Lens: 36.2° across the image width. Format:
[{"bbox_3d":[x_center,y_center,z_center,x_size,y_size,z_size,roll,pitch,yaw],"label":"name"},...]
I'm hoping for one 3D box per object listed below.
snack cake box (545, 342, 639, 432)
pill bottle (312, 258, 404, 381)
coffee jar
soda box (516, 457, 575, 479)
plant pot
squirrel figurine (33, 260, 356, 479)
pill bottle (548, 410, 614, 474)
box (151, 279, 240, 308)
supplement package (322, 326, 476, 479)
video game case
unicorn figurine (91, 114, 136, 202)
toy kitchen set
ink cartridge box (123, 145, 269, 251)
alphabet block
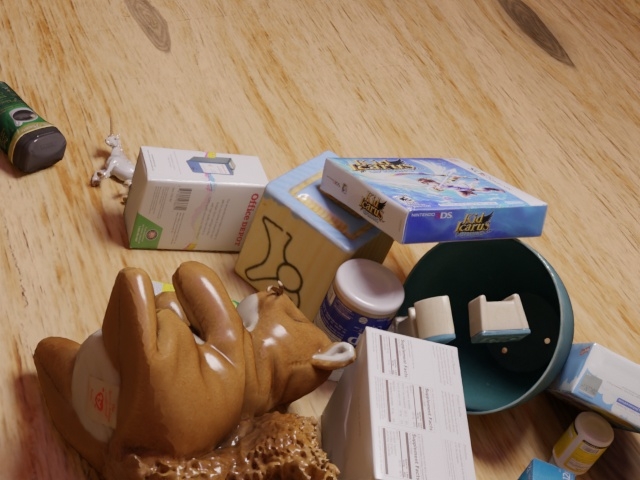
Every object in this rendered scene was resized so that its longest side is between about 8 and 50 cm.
[{"bbox_3d":[0.458,0.237,1.580,0.152,0.089,0.264,26,-6,5],"label":"snack cake box"},{"bbox_3d":[0.048,0.130,1.532,0.112,0.186,0.112,14,39,-12],"label":"pill bottle"},{"bbox_3d":[-0.529,-0.195,1.696,0.184,0.079,0.096,39,38,20],"label":"coffee jar"},{"bbox_3d":[0.323,0.425,1.429,0.071,0.067,0.210,22,38,-2],"label":"soda box"},{"bbox_3d":[0.296,0.143,1.612,0.195,0.290,0.290,18,30,-53],"label":"plant pot"},{"bbox_3d":[-0.126,0.226,1.322,0.370,0.281,0.397,0,57,-43],"label":"squirrel figurine"},{"bbox_3d":[0.407,0.328,1.546,0.065,0.116,0.065,15,39,-13],"label":"pill bottle"},{"bbox_3d":[-0.208,0.122,1.526,0.179,0.043,0.105,13,39,-10],"label":"box"},{"bbox_3d":[0.101,0.293,1.356,0.145,0.204,0.261,14,39,-11],"label":"supplement package"},{"bbox_3d":[0.176,-0.070,1.549,0.270,0.061,0.244,-3,22,-30],"label":"video game case"},{"bbox_3d":[-0.352,-0.128,1.738,0.162,0.060,0.111,41,38,-5],"label":"unicorn figurine"},{"bbox_3d":[0.203,0.170,1.515,0.166,0.207,0.122,-1,71,-19],"label":"toy kitchen set"},{"bbox_3d":[-0.210,-0.066,1.652,0.212,0.154,0.093,3,41,-23],"label":"ink cartridge box"},{"bbox_3d":[0.000,0.000,1.653,0.192,0.197,0.193,39,41,17],"label":"alphabet block"}]
